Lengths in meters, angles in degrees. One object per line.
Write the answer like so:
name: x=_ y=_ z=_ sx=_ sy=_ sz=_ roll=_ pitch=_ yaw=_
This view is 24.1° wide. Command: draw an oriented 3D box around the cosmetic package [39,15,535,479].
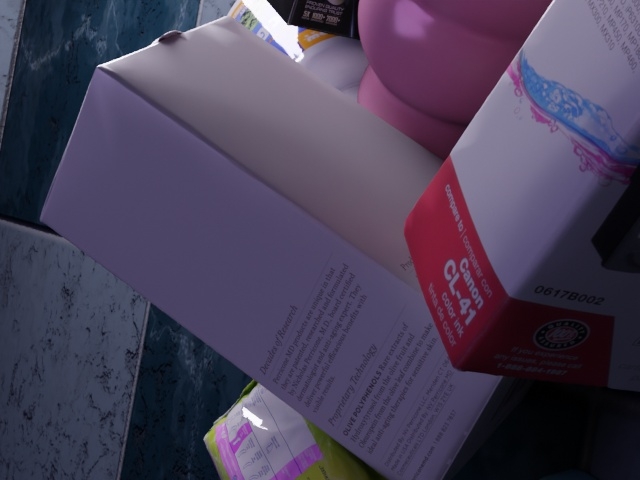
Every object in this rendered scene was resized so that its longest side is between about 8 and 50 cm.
cosmetic package: x=0.000 y=0.000 z=1.123 sx=0.365 sy=0.197 sz=0.155 roll=35 pitch=122 yaw=16

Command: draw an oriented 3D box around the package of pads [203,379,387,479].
package of pads: x=0.046 y=0.237 z=1.109 sx=0.101 sy=0.229 sz=0.296 roll=-45 pitch=35 yaw=8

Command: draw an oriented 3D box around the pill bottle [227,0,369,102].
pill bottle: x=0.008 y=-0.141 z=1.421 sx=0.152 sy=0.152 sz=0.272 roll=-69 pitch=28 yaw=22

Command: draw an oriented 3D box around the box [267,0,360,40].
box: x=0.039 y=-0.238 z=1.359 sx=0.147 sy=0.180 sz=0.078 roll=-124 pitch=48 yaw=-56

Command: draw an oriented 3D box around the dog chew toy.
dog chew toy: x=0.123 y=-0.184 z=1.166 sx=0.207 sy=0.206 sz=0.332 roll=-109 pitch=29 yaw=-45

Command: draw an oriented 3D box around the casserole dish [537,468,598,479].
casserole dish: x=0.185 y=0.234 z=1.059 sx=0.188 sy=0.037 sz=0.114 roll=37 pitch=114 yaw=63

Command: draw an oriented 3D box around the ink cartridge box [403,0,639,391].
ink cartridge box: x=0.221 y=-0.051 z=0.868 sx=0.306 sy=0.226 sz=0.131 roll=-57 pitch=34 yaw=40
